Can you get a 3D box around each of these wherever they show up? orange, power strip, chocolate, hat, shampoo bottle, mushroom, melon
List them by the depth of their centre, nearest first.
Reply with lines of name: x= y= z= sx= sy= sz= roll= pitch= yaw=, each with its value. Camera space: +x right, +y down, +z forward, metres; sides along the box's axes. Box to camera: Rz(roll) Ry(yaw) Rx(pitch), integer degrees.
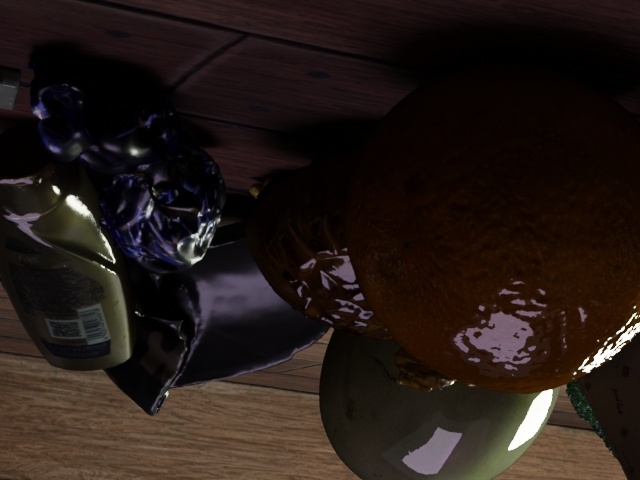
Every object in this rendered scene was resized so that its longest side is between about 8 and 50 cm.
orange: x=0.145 y=-0.012 z=1.329 sx=0.264 sy=0.264 sz=0.264 roll=5 pitch=169 yaw=1
power strip: x=-0.278 y=-0.130 z=1.505 sx=0.040 sy=0.016 sz=0.090 roll=8 pitch=168 yaw=-11
chocolate: x=-0.161 y=-0.076 z=1.531 sx=0.148 sy=0.126 sz=0.343 roll=41 pitch=171 yaw=18
mushroom: x=0.057 y=0.000 z=1.617 sx=0.253 sy=0.153 sz=0.253 roll=2 pitch=149 yaw=1
shampoo bottle: x=-0.266 y=0.013 z=1.777 sx=0.126 sy=0.084 sz=0.350 roll=-1 pitch=146 yaw=6
melon: x=0.145 y=0.147 z=2.037 sx=0.268 sy=0.330 sz=0.268 roll=21 pitch=-152 yaw=-12
hat: x=-0.185 y=0.026 z=2.045 sx=0.382 sy=0.257 sz=0.366 roll=-29 pitch=144 yaw=0

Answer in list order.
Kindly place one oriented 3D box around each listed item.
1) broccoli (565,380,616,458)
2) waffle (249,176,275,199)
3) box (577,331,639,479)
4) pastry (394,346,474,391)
broccoli: x=0.446 y=0.175 z=2.285 sx=0.254 sy=0.269 sz=0.269 roll=4 pitch=171 yaw=-24
waffle: x=0.003 y=0.003 z=1.812 sx=0.191 sy=0.038 sz=0.191 roll=44 pitch=-179 yaw=-1
box: x=0.460 y=0.166 z=1.868 sx=0.297 sy=0.225 sz=0.190 roll=-31 pitch=162 yaw=14
pastry: x=0.138 y=0.062 z=1.785 sx=0.154 sy=0.250 sz=0.102 roll=-13 pitch=125 yaw=4
